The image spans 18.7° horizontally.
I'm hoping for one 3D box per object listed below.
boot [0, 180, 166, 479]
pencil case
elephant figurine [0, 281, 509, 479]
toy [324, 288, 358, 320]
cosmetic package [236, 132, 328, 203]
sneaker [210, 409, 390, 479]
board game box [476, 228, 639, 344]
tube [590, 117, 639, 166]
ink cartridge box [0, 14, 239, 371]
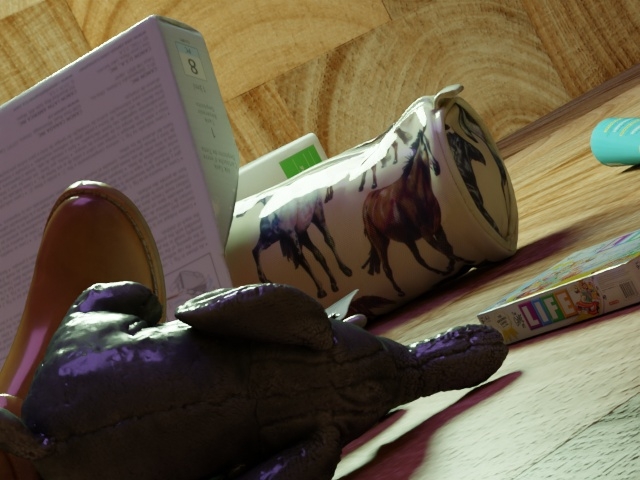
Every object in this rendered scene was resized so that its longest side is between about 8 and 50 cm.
[{"bbox_3d":[-0.214,0.113,1.403,0.220,0.109,0.283,-42,-26,-62],"label":"boot"},{"bbox_3d":[0.000,0.000,1.861,0.410,0.183,0.160,-26,17,28],"label":"pencil case"},{"bbox_3d":[-0.037,0.084,1.119,0.239,0.169,0.186,-10,39,23],"label":"elephant figurine"},{"bbox_3d":[-0.066,0.130,1.390,0.237,0.056,0.137,-32,5,14],"label":"toy"},{"bbox_3d":[-0.107,0.031,2.252,0.155,0.197,0.365,-25,5,34],"label":"cosmetic package"},{"bbox_3d":[-0.058,0.127,1.275,0.223,0.098,0.083,-2,15,10],"label":"sneaker"},{"bbox_3d":[0.184,0.022,1.245,0.103,0.026,0.154,-29,3,-36],"label":"board game box"},{"bbox_3d":[0.335,-0.100,1.958,0.080,0.052,0.207,-33,10,-12],"label":"tube"},{"bbox_3d":[-0.203,0.022,1.874,0.308,0.385,0.091,-27,-19,26],"label":"ink cartridge box"}]
